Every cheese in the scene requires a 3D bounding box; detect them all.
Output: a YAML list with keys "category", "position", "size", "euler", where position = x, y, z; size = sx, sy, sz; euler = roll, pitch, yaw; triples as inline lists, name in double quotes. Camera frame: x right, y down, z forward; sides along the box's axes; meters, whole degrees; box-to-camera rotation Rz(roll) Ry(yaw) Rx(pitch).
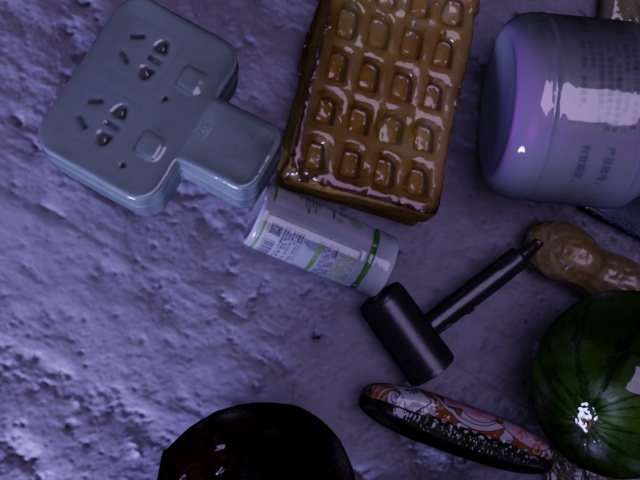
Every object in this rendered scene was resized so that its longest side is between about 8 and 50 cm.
- category: "cheese"
  position: [0.422, -0.281, 1.490]
  size: [0.065, 0.043, 0.194]
  euler: [9, 83, -13]

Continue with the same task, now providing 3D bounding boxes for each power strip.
- category: "power strip"
  position: [-0.177, -0.137, 1.293]
  size: [0.261, 0.141, 0.229]
  euler: [29, 78, 3]

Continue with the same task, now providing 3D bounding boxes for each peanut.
- category: "peanut"
  position: [0.366, 0.034, 1.427]
  size: [0.193, 0.089, 0.089]
  euler: [26, 80, -12]

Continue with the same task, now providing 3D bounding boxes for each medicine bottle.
- category: "medicine bottle"
  position: [0.000, 0.000, 1.333]
  size: [0.183, 0.086, 0.086]
  euler: [24, 80, -12]
- category: "medicine bottle"
  position: [0.373, -0.160, 1.346]
  size: [0.302, 0.241, 0.241]
  euler: [5, 84, -4]

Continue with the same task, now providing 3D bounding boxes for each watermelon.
- category: "watermelon"
  position: [0.387, 0.182, 1.341]
  size: [0.242, 0.242, 0.242]
  euler: [1, 85, -15]

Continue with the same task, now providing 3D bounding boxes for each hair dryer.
- category: "hair dryer"
  position: [0.181, 0.063, 1.376]
  size: [0.255, 0.070, 0.128]
  euler: [-38, 95, -9]

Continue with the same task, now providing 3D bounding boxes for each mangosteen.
- category: "mangosteen"
  position: [-0.075, 0.332, 1.214]
  size: [0.233, 0.287, 0.287]
  euler: [-6, 87, -6]

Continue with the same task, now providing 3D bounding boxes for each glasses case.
- category: "glasses case"
  position: [0.176, 0.243, 1.352]
  size: [0.267, 0.103, 0.067]
  euler: [22, 78, -13]

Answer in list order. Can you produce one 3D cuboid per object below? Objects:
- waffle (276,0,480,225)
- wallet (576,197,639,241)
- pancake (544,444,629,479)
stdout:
- category: "waffle"
  position: [0.078, -0.200, 1.368]
  size: [0.224, 0.098, 0.327]
  euler: [15, 80, -15]
- category: "wallet"
  position: [0.481, -0.072, 1.495]
  size: [0.222, 0.036, 0.167]
  euler: [26, 79, -13]
- category: "pancake"
  position: [0.371, 0.309, 1.440]
  size: [0.129, 0.022, 0.116]
  euler: [32, 76, -10]
